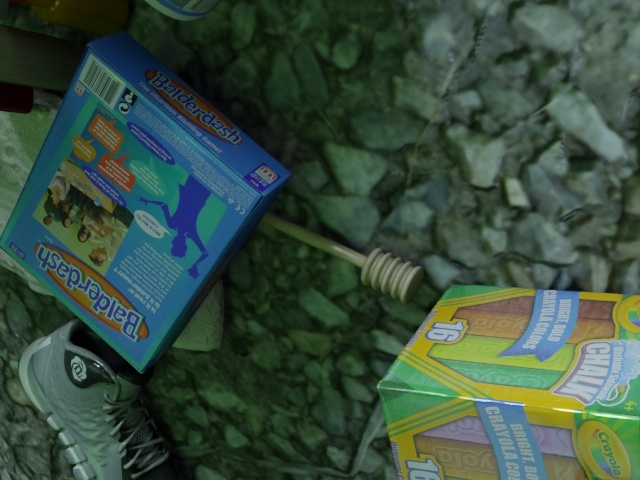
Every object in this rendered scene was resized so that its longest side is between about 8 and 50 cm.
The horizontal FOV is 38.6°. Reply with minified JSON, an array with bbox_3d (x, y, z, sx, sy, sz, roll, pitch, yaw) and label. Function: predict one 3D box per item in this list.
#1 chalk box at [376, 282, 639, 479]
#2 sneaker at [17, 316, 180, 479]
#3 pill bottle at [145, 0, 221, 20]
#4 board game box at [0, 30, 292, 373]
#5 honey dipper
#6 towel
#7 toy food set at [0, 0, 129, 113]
[{"bbox_3d":[0.165,0.117,0.573,0.213,0.132,0.132,1,117,31],"label":"chalk box"},{"bbox_3d":[-0.182,0.170,0.853,0.132,0.086,0.229,-36,94,38],"label":"sneaker"},{"bbox_3d":[-0.057,-0.201,0.560,0.137,0.078,0.078,-28,100,39],"label":"pill bottle"},{"bbox_3d":[-0.138,-0.021,0.678,0.160,0.047,0.210,41,125,3],"label":"board game box"},{"bbox_3d":[0.000,0.000,0.677,0.160,0.030,0.031,26,128,21],"label":"honey dipper"},{"bbox_3d":[-0.202,-0.028,0.772,0.282,0.049,0.187,19,126,22],"label":"towel"},{"bbox_3d":[-0.268,-0.156,0.677,0.232,0.104,0.111,12,97,24],"label":"toy food set"}]
